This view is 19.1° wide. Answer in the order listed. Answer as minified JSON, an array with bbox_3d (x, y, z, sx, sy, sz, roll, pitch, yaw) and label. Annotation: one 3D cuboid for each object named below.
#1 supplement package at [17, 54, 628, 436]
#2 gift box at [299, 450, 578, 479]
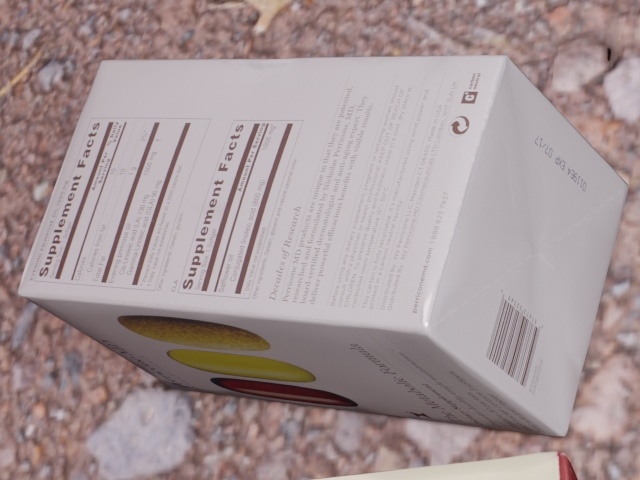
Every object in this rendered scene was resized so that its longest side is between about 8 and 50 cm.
[{"bbox_3d":[0.000,0.000,0.917,0.244,0.139,0.134,3,67,37],"label":"supplement package"},{"bbox_3d":[-0.012,0.241,0.692,0.258,0.255,0.276,-7,55,15],"label":"gift box"}]
